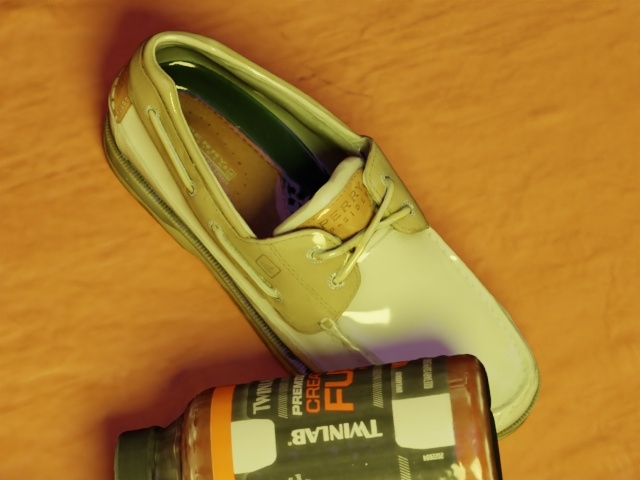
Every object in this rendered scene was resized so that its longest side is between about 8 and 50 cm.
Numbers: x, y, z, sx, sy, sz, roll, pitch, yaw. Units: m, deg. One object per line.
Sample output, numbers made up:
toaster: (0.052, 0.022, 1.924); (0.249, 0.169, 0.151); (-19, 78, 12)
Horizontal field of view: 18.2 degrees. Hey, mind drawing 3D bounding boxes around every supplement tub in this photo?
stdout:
supplement tub: (-0.005, 0.122, 1.044); (0.198, 0.106, 0.106); (-8, 67, 5)

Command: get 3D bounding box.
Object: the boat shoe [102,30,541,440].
boat shoe: (0.000, 0.000, 1.112); (0.302, 0.103, 0.113); (37, 66, 7)
